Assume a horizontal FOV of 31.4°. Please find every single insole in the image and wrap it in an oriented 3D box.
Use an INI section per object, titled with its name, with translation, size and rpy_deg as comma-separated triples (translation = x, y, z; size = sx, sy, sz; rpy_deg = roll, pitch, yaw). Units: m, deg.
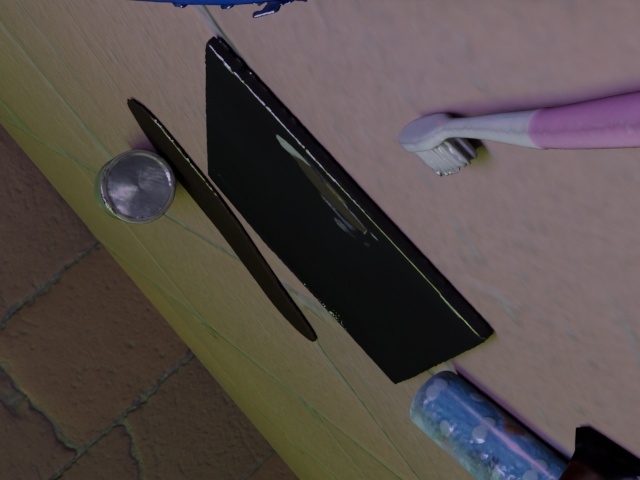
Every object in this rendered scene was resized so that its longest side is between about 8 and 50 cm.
[insole]
translation = -0.090, -0.011, 1.114
size = 0.327, 0.007, 0.111
rpy_deg = 56, 167, -32

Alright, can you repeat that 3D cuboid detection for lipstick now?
[lipstick]
translation = 0.126, 0.146, 0.747
size = 0.158, 0.048, 0.048
rpy_deg = 39, 165, 40

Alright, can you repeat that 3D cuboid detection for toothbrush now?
[toothbrush]
translation = 0.086, -0.037, 0.376
size = 0.025, 0.020, 0.286
rpy_deg = 42, 170, -14

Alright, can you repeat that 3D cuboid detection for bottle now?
[bottle]
translation = -0.194, -0.054, 1.168
size = 0.072, 0.072, 0.201
rpy_deg = 51, 171, -11

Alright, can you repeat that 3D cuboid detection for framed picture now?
[framed picture]
translation = 0.000, 0.000, 0.819
size = 0.244, 0.013, 0.324
rpy_deg = 47, 168, 4

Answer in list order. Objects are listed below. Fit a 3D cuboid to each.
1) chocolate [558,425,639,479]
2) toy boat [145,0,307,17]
[chocolate]
translation = 0.173, 0.187, 0.632
size = 0.149, 0.080, 0.125
rpy_deg = 41, 166, 26
[toy boat]
translation = -0.036, -0.135, 0.371
size = 0.295, 0.088, 0.129
rpy_deg = 17, 148, 48
